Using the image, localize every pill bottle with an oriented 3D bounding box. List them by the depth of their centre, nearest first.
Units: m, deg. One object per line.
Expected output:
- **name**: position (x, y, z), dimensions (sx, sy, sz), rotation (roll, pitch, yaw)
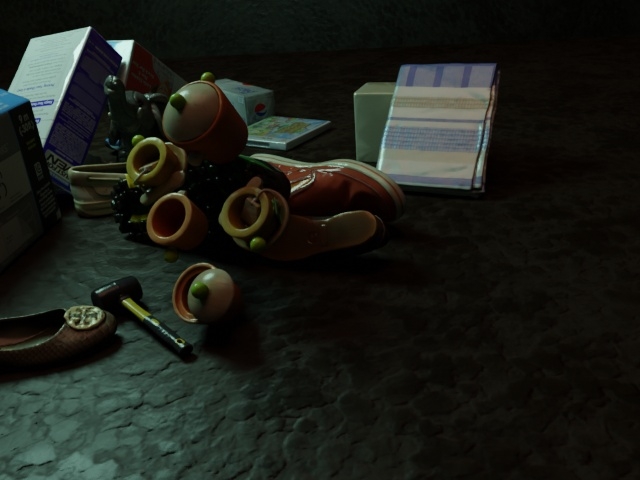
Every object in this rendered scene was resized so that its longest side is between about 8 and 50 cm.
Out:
- **pill bottle**: position (-0.542, -0.176, 1.382), dimensions (0.083, 0.043, 0.043), rotation (2, 26, 11)

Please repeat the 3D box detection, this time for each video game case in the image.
- **video game case**: position (-0.107, -0.278, 1.554), dimensions (0.194, 0.023, 0.212), rotation (11, 29, 29)

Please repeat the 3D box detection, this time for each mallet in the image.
- **mallet**: position (-0.228, 0.100, 0.762), dimensions (0.062, 0.039, 0.190), rotation (-20, 33, -32)

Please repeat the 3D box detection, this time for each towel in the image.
- **towel**: position (0.226, -0.216, 1.163), dimensions (0.209, 0.034, 0.284), rotation (6, 69, 21)

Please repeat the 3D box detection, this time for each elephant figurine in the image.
- **elephant figurine**: position (-0.378, -0.240, 1.262), dimensions (0.169, 0.239, 0.186), rotation (-25, 32, -36)

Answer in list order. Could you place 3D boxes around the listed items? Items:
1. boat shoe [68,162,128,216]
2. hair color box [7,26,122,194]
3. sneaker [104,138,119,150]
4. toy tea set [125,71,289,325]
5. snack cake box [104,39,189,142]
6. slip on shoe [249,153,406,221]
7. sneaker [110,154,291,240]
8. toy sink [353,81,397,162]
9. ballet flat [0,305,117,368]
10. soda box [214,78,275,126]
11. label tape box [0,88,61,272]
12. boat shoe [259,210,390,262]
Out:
- **boat shoe**: position (-0.325, -0.126, 1.177), dimensions (0.303, 0.098, 0.109), rotation (-13, 27, -18)
- **hair color box**: position (-0.554, -0.261, 1.248), dimensions (0.185, 0.110, 0.338), rotation (1, 65, 27)
- **sneaker**: position (-0.473, -0.271, 1.538), dimensions (0.063, 0.073, 0.162), rotation (19, 33, 39)
- **toy tea set**: position (-0.161, -0.058, 0.771), dimensions (0.200, 0.124, 0.336), rotation (-34, 61, 11)
- **snack cake box**: position (-0.408, -0.340, 1.440), dimensions (0.089, 0.152, 0.264), rotation (6, -10, 23)
- **slip on shoe**: position (-0.013, -0.072, 1.020), dimensions (0.332, 0.123, 0.101), rotation (11, 52, 29)
- **sneaker**: position (-0.184, -0.083, 0.981), dimensions (0.344, 0.134, 0.146), rotation (0, 19, 36)
- **toy sink**: position (0.202, -0.256, 1.312), dimensions (0.234, 0.152, 0.131), rotation (4, 26, 18)
- **ballet flat**: position (-0.374, 0.114, 0.723), dimensions (0.250, 0.058, 0.084), rotation (-8, 26, -9)
- **soda box**: position (-0.244, -0.402, 1.759), dimensions (0.098, 0.091, 0.286), rotation (-19, 29, -30)
- **label tape box**: position (-0.548, -0.139, 0.964), dimensions (0.106, 0.333, 0.240), rotation (-3, 25, 4)
- **boat shoe**: position (0.000, 0.000, 0.903), dimensions (0.207, 0.073, 0.073), rotation (-2, -13, 25)
